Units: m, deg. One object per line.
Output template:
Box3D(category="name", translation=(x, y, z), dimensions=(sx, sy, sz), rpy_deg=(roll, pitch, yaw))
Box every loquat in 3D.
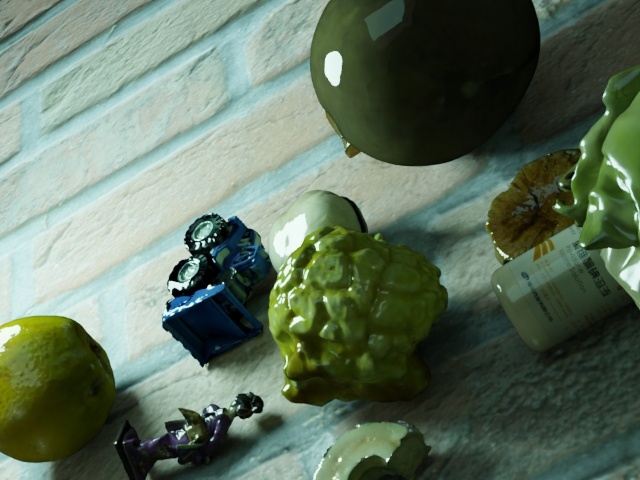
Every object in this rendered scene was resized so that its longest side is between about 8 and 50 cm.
Box3D(category="loquat", translation=(-0.420, 0.224, 1.785), dimensions=(0.246, 0.213, 0.213), rpy_deg=(-36, 38, 3))

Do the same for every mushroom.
Box3D(category="mushroom", translation=(0.000, 0.000, 1.738), dimensions=(0.154, 0.122, 0.154), rpy_deg=(1, 92, 44))

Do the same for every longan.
Box3D(category="longan", translation=(0.145, -0.256, 1.721), dimensions=(0.318, 0.319, 0.319), rpy_deg=(-22, 41, 21))

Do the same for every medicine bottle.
Box3D(category="medicine bottle", translation=(0.330, 0.026, 1.437), dimensions=(0.252, 0.114, 0.114), rpy_deg=(-31, 39, 10))

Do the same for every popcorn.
Box3D(category="popcorn", translation=(0.035, 0.108, 1.544), dimensions=(0.237, 0.205, 0.252), rpy_deg=(31, 107, 36))

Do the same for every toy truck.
Box3D(category="toy truck", translation=(-0.140, 0.068, 1.784), dimensions=(0.126, 0.113, 0.208), rpy_deg=(-7, 49, 33))

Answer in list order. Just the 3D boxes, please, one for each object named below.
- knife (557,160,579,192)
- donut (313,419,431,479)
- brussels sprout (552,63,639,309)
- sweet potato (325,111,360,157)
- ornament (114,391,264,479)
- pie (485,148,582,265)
Box3D(category="knife", translation=(0.408, -0.151, 1.587), dimensions=(0.298, 0.017, 0.047), rpy_deg=(-42, 37, -25))
Box3D(category="donut", translation=(0.049, 0.284, 1.453), dimensions=(0.108, 0.065, 0.166), rpy_deg=(13, 63, 46))
Box3D(category="brussels sprout", translation=(0.460, -0.034, 1.183), dimensions=(0.361, 0.342, 0.425), rpy_deg=(-43, 52, 11))
Box3D(category="sweet potato", translation=(0.069, -0.232, 1.943), dimensions=(0.112, 0.085, 0.286), rpy_deg=(10, 41, 6))
Box3D(category="ornament", translation=(-0.169, 0.255, 1.664), dimensions=(0.203, 0.088, 0.081), rpy_deg=(-24, 15, 0))
Box3D(category="pie", translation=(0.294, -0.033, 1.578), dimensions=(0.195, 0.046, 0.195), rpy_deg=(-23, 41, 22))
